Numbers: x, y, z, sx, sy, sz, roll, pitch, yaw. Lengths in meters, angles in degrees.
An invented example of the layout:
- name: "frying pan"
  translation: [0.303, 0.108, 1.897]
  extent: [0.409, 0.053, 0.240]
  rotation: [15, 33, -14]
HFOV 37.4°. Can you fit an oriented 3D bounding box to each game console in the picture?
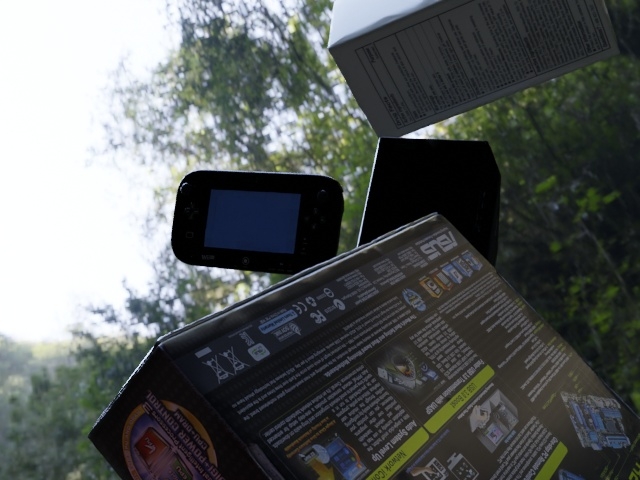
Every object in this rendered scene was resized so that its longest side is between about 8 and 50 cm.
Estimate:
- name: "game console"
  translation: [0.000, 0.000, 0.950]
  extent: [0.361, 0.213, 0.044]
  rotation: [4, -15, 27]

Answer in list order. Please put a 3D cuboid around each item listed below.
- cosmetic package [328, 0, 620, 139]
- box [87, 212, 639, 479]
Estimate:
- name: "cosmetic package"
  translation: [0.174, -0.251, 1.101]
  extent: [0.296, 0.129, 0.153]
  rotation: [-18, -52, 20]
- name: "box"
  translation: [0.060, 0.103, 0.434]
  extent: [0.060, 0.216, 0.270]
  rotation: [-49, -13, 29]
